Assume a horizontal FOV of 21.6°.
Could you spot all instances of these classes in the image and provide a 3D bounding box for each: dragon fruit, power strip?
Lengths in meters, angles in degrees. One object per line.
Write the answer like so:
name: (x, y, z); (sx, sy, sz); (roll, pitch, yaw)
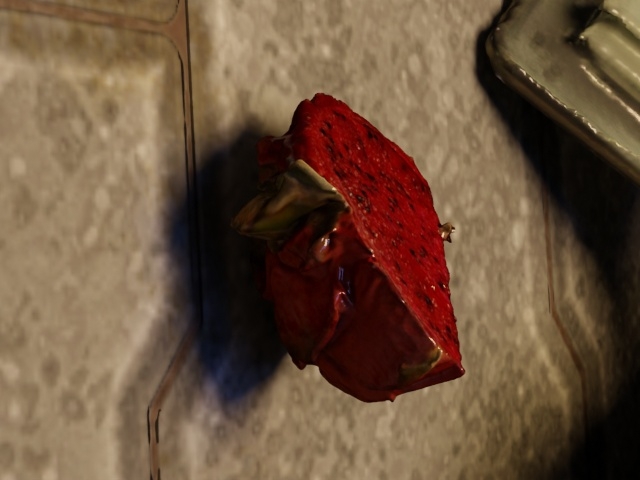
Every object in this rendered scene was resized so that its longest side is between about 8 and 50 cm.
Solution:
dragon fruit: (0.000, 0.000, 0.730); (0.106, 0.083, 0.162); (48, 23, -26)
power strip: (0.217, -0.106, 0.958); (0.213, 0.064, 0.198); (38, 48, -6)
